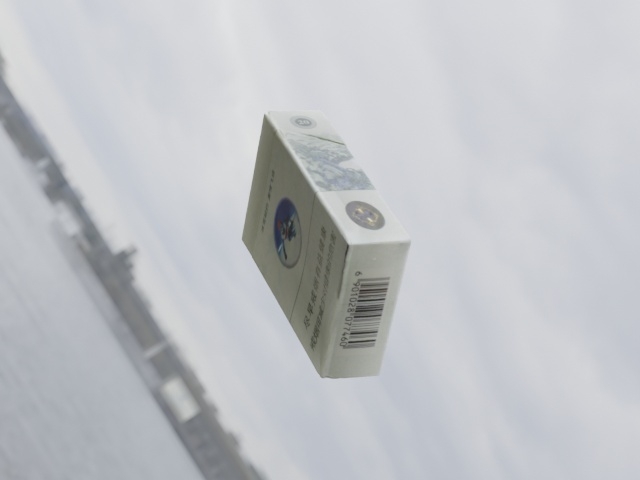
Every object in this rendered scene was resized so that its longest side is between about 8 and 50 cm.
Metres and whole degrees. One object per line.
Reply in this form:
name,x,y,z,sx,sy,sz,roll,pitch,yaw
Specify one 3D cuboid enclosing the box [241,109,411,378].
box,0.000,0.000,0.591,0.083,0.024,0.054,-122,-145,-50
